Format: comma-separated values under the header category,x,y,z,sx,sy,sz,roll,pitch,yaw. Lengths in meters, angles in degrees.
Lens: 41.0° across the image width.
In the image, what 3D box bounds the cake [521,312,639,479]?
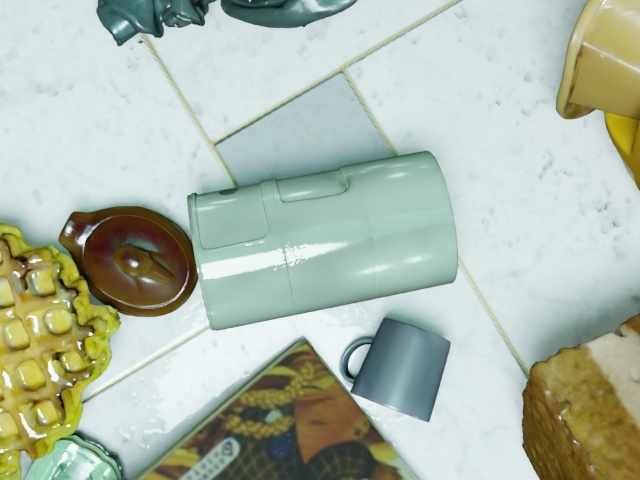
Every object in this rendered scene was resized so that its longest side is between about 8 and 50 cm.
category,x,y,z,sx,sy,sz,roll,pitch,yaw
cake,0.336,0.161,0.720,0.293,0.196,0.198,-25,50,-7

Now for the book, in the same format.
category,x,y,z,sx,sy,sz,roll,pitch,yaw
book,0.011,0.338,0.738,0.300,0.039,0.428,-39,90,-31

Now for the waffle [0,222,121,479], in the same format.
category,x,y,z,sx,sy,sz,roll,pitch,yaw
waffle,-0.312,0.097,0.770,0.243,0.059,0.237,24,97,11

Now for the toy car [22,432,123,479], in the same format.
category,x,y,z,sx,sy,sz,roll,pitch,yaw
toy car,-0.253,0.268,0.779,0.093,0.058,0.186,34,86,-3

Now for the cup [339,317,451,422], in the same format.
category,x,y,z,sx,sy,sz,roll,pitch,yaw
cup,0.067,0.115,0.797,0.100,0.078,0.077,16,81,28

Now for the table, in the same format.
category,x,y,z,sx,sy,sz,roll,pitch,yaw
table,0.000,0.000,0.766,0.220,0.126,0.126,-10,88,-3

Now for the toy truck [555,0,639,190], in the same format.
category,x,y,z,sx,sy,sz,roll,pitch,yaw
toy truck,0.340,-0.129,0.728,0.204,0.288,0.211,-46,66,2

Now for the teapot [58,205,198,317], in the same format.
category,x,y,z,sx,sy,sz,roll,pitch,yaw
teapot,-0.174,0.016,0.781,0.129,0.078,0.098,30,87,-1

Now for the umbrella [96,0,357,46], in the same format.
category,x,y,z,sx,sy,sz,roll,pitch,yaw
umbrella,-0.037,-0.265,0.792,0.349,0.094,0.143,-6,93,-5
